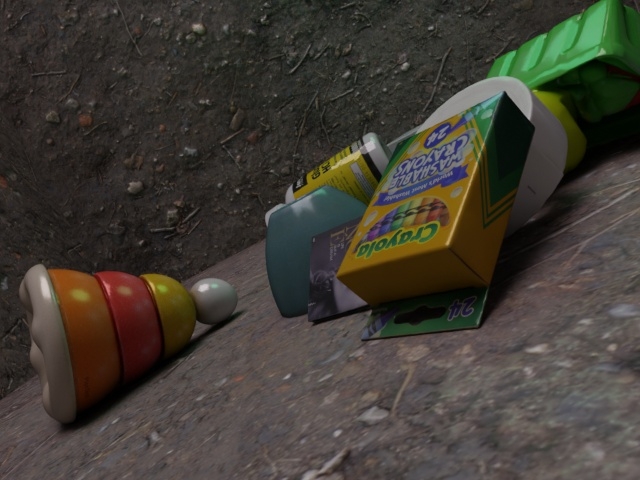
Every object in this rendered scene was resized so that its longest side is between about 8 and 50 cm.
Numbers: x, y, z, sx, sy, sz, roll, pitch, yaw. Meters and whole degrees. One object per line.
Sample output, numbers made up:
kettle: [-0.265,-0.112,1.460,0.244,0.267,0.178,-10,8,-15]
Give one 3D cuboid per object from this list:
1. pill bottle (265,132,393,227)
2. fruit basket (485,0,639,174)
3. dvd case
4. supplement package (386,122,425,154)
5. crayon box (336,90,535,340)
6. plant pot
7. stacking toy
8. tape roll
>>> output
pill bottle: [0.039,-0.096,1.341,0.334,0.188,0.188,-32,6,16]
fruit basket: [0.457,-0.226,1.067,0.392,0.283,0.392,-46,33,42]
dvd case: [0.063,0.036,0.918,0.221,0.164,0.018,-22,-35,39]
supplement package: [0.347,-0.243,1.538,0.263,0.199,0.198,-22,10,44]
crayon box: [0.147,-0.033,0.738,0.203,0.083,0.323,-20,37,51]
plant pot: [0.000,0.000,1.151,0.290,0.195,0.290,-28,6,3]
stacking toy: [-0.421,0.194,1.312,0.480,0.350,0.350,-10,-4,-32]
tape roll: [0.252,-0.125,0.914,0.286,0.100,0.286,-40,30,29]
